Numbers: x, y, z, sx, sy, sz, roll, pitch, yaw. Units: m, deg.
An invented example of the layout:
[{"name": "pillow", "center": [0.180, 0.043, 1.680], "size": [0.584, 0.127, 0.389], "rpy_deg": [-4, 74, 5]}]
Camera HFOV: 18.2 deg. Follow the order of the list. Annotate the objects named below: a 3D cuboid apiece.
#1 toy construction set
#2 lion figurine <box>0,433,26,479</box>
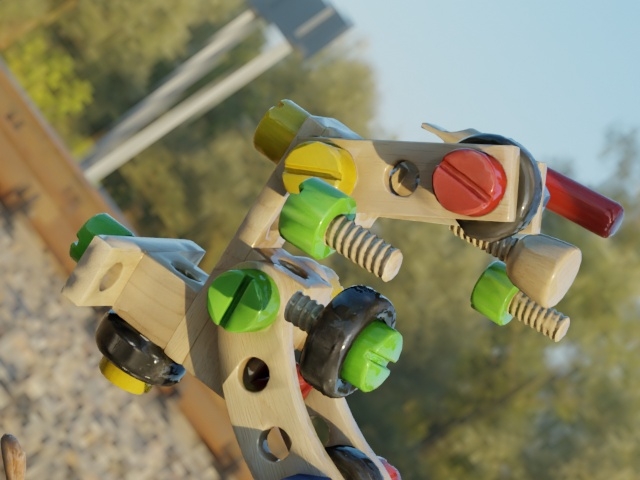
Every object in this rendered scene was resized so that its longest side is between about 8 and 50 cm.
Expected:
[{"name": "toy construction set", "center": [0.000, 0.000, 1.149], "size": [0.237, 0.309, 0.257], "rpy_deg": [31, -54, 24]}, {"name": "lion figurine", "center": [-0.253, 0.369, 1.603], "size": [0.142, 0.240, 0.392], "rpy_deg": [11, -48, 43]}]
